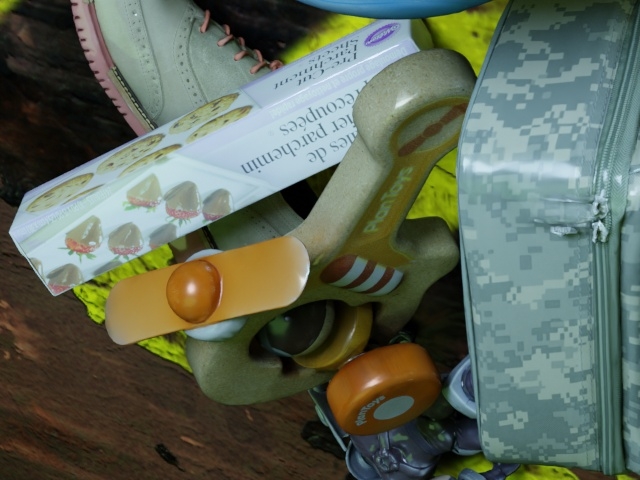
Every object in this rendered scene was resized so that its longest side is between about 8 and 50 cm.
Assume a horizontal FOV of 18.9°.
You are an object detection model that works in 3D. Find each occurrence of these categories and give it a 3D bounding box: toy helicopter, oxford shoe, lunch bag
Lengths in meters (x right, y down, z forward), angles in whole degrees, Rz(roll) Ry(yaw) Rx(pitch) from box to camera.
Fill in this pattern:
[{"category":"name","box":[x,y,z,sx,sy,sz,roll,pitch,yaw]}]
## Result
[{"category":"toy helicopter","box":[0.000,0.000,1.293,0.140,0.235,0.355,66,146,30]},{"category":"oxford shoe","box":[-0.087,-0.130,1.411,0.130,0.123,0.348,-14,120,16]},{"category":"lunch bag","box":[0.228,0.002,1.195,0.256,0.213,0.305,5,132,14]}]

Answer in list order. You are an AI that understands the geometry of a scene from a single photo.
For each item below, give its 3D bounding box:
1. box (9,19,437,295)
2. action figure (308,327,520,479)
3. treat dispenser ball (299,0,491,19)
[{"category":"box","box":[-0.065,-0.061,1.345,0.324,0.067,0.063,-24,116,16]},{"category":"action figure","box":[0.102,0.140,1.508,0.185,0.099,0.285,42,146,-13]},{"category":"treat dispenser ball","box":[0.041,-0.262,1.017,0.288,0.288,0.288,22,138,21]}]
